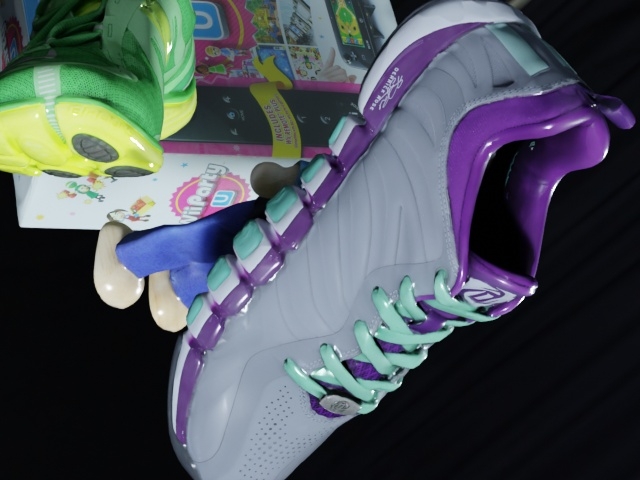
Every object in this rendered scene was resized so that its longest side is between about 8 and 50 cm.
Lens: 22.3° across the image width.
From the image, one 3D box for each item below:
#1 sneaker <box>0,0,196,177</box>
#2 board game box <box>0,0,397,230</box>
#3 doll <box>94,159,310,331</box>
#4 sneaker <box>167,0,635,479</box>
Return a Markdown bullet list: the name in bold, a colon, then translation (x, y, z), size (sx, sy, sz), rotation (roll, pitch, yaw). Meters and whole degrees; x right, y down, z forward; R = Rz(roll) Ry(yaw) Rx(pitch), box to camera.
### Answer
- **sneaker**: translation (-0.128, -0.104, 0.891), size (0.109, 0.123, 0.295), rotation (2, -166, 1)
- **board game box**: translation (-0.085, -0.122, 1.231), size (0.303, 0.097, 0.224), rotation (0, -124, -23)
- **doll**: translation (0.000, 0.000, 0.699), size (0.129, 0.189, 0.046), rotation (30, -125, -51)
- **sneaker**: translation (0.022, 0.019, 0.596), size (0.083, 0.223, 0.098), rotation (18, -161, -38)
